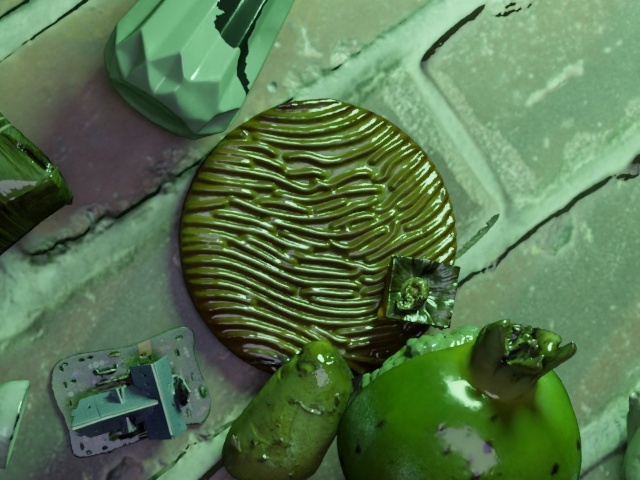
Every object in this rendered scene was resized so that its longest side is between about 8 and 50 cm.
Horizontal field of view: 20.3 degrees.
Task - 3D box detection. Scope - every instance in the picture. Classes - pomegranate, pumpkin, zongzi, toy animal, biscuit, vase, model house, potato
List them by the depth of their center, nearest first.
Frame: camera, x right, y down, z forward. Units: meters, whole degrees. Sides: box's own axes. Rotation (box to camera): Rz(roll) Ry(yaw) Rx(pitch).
[{"bbox_3d":[-0.423,0.178,1.867,0.220,0.104,0.131,18,87,-11],"label":"toy animal"},{"bbox_3d":[-0.424,-0.059,1.884,0.247,0.111,0.241,-42,79,-2],"label":"zongzi"},{"bbox_3d":[0.161,0.197,1.888,0.260,0.341,0.260,11,49,-13],"label":"pomegranate"},{"bbox_3d":[-0.199,0.167,1.920,0.167,0.088,0.117,-13,93,-11],"label":"model house"},{"bbox_3d":[-0.082,-0.285,1.924,0.165,0.165,0.360,35,78,-9],"label":"vase"},{"bbox_3d":[-0.031,0.192,1.944,0.105,0.085,0.188,29,106,-5],"label":"potato"},{"bbox_3d":[0.108,0.057,1.965,0.083,0.054,0.074,10,83,-10],"label":"pumpkin"},{"bbox_3d":[0.000,0.000,1.989,0.318,0.040,0.318,0,89,-12],"label":"biscuit"}]

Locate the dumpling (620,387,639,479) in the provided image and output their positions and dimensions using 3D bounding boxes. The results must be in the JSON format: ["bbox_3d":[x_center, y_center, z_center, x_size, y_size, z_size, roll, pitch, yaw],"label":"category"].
[{"bbox_3d":[0.423,0.282,1.994,0.147,0.193,0.258,-27,97,-6],"label":"dumpling"}]
